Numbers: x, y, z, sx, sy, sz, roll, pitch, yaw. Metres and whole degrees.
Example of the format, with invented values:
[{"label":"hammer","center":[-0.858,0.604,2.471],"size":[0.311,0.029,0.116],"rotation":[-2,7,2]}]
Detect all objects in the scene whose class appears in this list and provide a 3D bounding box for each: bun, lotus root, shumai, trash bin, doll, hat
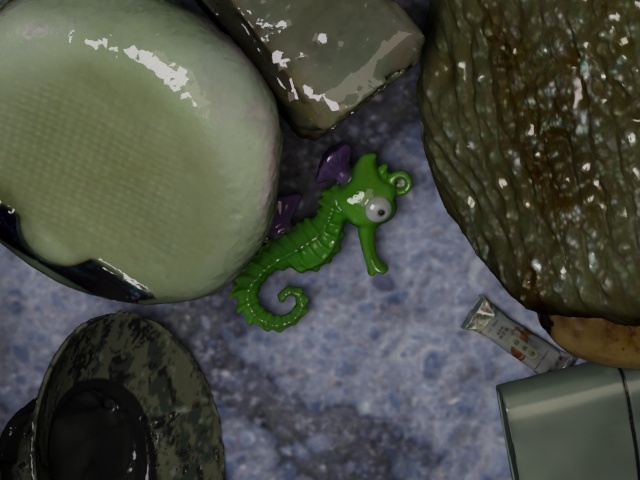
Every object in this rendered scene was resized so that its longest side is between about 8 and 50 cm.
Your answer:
[{"label":"bun","center":[-0.154,-0.100,1.556],"size":[0.293,0.187,0.293],"rotation":[9,129,11]},{"label":"lotus root","center":[0.289,0.048,1.655],"size":[0.220,0.118,0.125],"rotation":[0,84,2]},{"label":"shumai","center":[0.292,-0.122,1.548],"size":[0.323,0.397,0.324],"rotation":[-16,110,-30]},{"label":"trash bin","center":[0.229,0.167,1.702],"size":[0.129,0.059,0.116],"rotation":[-12,109,-2]},{"label":"doll","center":[0.000,0.000,1.658],"size":[0.190,0.050,0.115],"rotation":[-39,95,5]},{"label":"hat","center":[-0.201,0.191,1.629],"size":[0.128,0.265,0.266],"rotation":[-5,104,30]}]

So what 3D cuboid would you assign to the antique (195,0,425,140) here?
[{"label":"antique","center":[-0.046,-0.225,1.576],"size":[0.125,0.150,0.284],"rotation":[-38,94,-2]}]

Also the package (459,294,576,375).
[{"label":"package","center":[0.174,0.090,1.708],"size":[0.110,0.015,0.037],"rotation":[34,91,-13]}]
